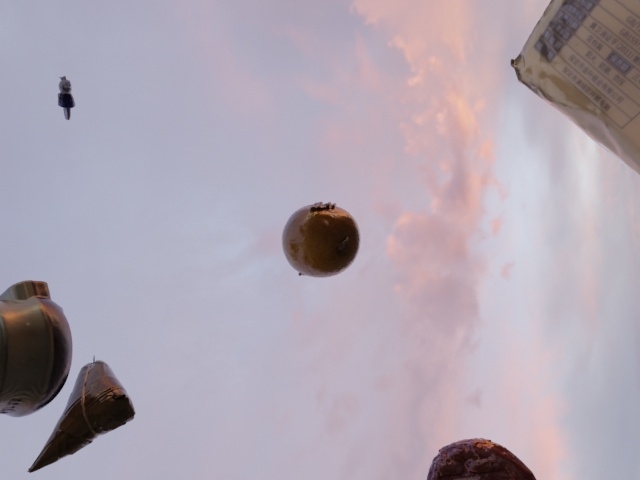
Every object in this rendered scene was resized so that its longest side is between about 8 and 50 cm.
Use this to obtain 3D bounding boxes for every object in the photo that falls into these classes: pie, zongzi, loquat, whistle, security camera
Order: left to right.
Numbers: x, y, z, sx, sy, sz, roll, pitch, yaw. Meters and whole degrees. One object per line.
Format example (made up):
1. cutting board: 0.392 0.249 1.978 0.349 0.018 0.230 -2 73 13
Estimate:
1. security camera: -0.537 0.174 0.598 0.277 0.197 0.191 13 -138 -58
2. whistle: -0.482 -0.269 0.798 0.029 0.033 0.083 -25 -36 -45
3. zongzi: -0.465 0.309 0.781 0.178 0.189 0.081 -30 -51 -33
4. loquat: 0.000 0.000 0.716 0.141 0.141 0.141 6 -98 -47
5. pie: 0.207 0.332 0.534 0.036 0.155 0.154 15 -105 -64

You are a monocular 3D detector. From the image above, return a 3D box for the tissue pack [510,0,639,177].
1. tissue pack: 0.247 -0.115 0.240 0.090 0.186 0.222 -18 -118 -33
